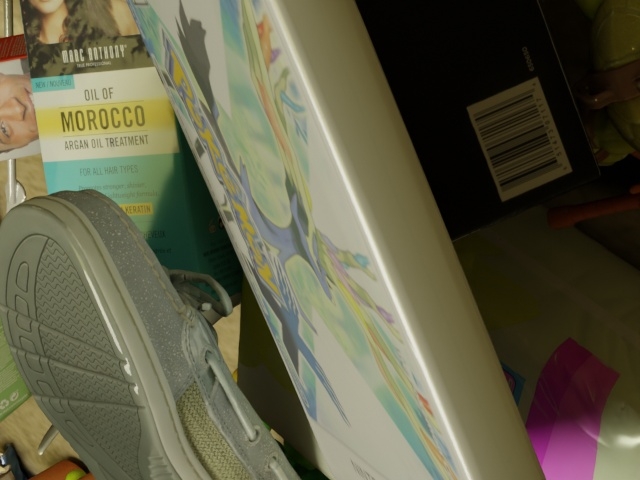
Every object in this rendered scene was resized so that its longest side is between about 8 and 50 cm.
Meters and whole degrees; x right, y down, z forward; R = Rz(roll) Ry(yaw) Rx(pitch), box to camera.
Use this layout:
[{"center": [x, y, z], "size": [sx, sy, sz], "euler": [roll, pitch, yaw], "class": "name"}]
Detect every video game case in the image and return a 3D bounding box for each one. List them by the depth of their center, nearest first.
[{"center": [0.000, 0.000, 0.838], "size": [0.329, 0.036, 0.300], "euler": [68, 168, -13], "class": "video game case"}]

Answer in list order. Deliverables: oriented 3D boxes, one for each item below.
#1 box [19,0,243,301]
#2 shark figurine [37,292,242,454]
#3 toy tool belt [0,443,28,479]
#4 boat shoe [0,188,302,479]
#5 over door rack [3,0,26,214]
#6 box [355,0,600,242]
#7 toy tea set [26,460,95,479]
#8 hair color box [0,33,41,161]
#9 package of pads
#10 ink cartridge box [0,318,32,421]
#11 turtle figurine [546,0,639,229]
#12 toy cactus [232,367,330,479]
[{"center": [-0.112, -0.082, 1.067], "size": [0.100, 0.060, 0.244], "euler": [-3, 100, 27], "class": "box"}, {"center": [-0.139, 0.042, 1.184], "size": [0.116, 0.166, 0.278], "euler": [46, 151, -17], "class": "shark figurine"}, {"center": [-0.288, 0.209, 1.643], "size": [0.051, 0.052, 0.083], "euler": [-13, 115, 21], "class": "toy tool belt"}, {"center": [-0.084, 0.090, 1.038], "size": [0.118, 0.103, 0.320], "euler": [11, 137, 43], "class": "boat shoe"}, {"center": [-0.302, -0.162, 1.280], "size": [0.239, 0.108, 0.324], "euler": [27, 138, 36], "class": "over door rack"}, {"center": [0.016, -0.142, 0.840], "size": [0.184, 0.103, 0.261], "euler": [-128, 15, -75], "class": "box"}, {"center": [-0.163, 0.272, 1.449], "size": [0.200, 0.124, 0.336], "euler": [58, 151, -11], "class": "toy tea set"}, {"center": [-0.176, -0.096, 1.162], "size": [0.043, 0.141, 0.072], "euler": [-92, -10, -60], "class": "hair color box"}, {"center": [0.082, 0.079, 1.019], "size": [0.296, 0.101, 0.229], "euler": [38, 143, 28], "class": "package of pads"}, {"center": [-0.329, 0.026, 1.508], "size": [0.171, 0.056, 0.235], "euler": [31, 146, 33], "class": "ink cartridge box"}, {"center": [0.143, -0.088, 0.808], "size": [0.269, 0.087, 0.217], "euler": [-14, 104, 61], "class": "turtle figurine"}, {"center": [-0.019, 0.160, 1.239], "size": [0.180, 0.112, 0.219], "euler": [40, 146, -12], "class": "toy cactus"}]
